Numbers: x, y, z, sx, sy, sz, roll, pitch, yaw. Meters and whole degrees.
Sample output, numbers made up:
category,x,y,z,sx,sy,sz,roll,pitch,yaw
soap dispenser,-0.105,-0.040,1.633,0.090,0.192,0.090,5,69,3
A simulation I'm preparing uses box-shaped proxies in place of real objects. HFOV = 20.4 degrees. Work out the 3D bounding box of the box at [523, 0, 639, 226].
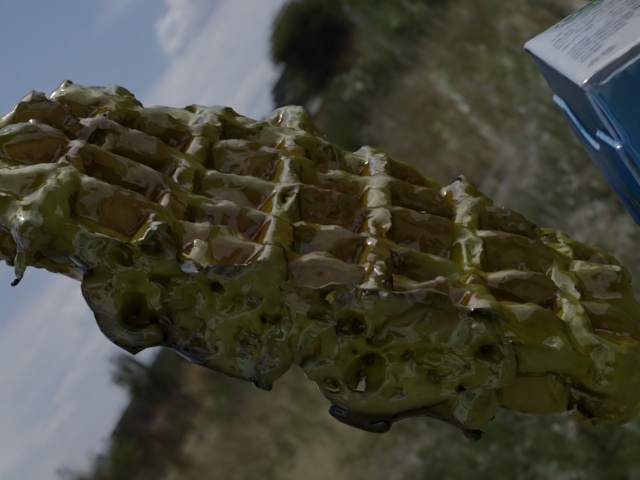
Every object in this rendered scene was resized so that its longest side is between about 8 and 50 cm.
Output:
category,x,y,z,sx,sy,sz,roll,pitch,yaw
box,0.158,-0.073,0.475,0.194,0.073,0.139,-34,7,6

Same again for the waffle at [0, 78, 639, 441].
category,x,y,z,sx,sy,sz,roll,pitch,yaw
waffle,-0.001,0.003,0.781,0.307,0.311,0.060,-11,-59,-55
